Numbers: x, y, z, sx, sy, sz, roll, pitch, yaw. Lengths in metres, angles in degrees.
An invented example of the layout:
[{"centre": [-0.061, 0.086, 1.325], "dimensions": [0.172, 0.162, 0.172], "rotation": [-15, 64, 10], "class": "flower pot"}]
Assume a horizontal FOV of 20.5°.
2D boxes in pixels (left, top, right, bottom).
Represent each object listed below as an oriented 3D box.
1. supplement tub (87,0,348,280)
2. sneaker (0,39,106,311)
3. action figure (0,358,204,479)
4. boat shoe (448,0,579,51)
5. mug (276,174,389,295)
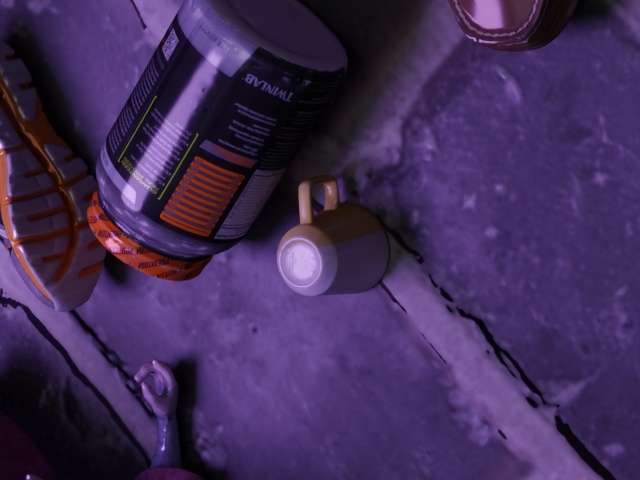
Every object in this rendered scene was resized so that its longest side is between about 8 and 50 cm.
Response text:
[{"centre": [-0.074, -0.072, 1.182], "dimensions": [0.117, 0.117, 0.190], "rotation": [43, 117, 18], "class": "supplement tub"}, {"centre": [-0.227, -0.044, 1.309], "dimensions": [0.083, 0.084, 0.215], "rotation": [-33, 77, 45], "class": "sneaker"}, {"centre": [-0.210, 0.222, 1.240], "dimensions": [0.370, 0.248, 0.275], "rotation": [25, 112, 28], "class": "action figure"}, {"centre": [0.087, -0.272, 1.048], "dimensions": [0.123, 0.116, 0.324], "rotation": [-4, 96, 32], "class": "boat shoe"}, {"centre": [-0.001, 0.004, 1.181], "dimensions": [0.062, 0.064, 0.078], "rotation": [-42, 76, 30], "class": "mug"}]
